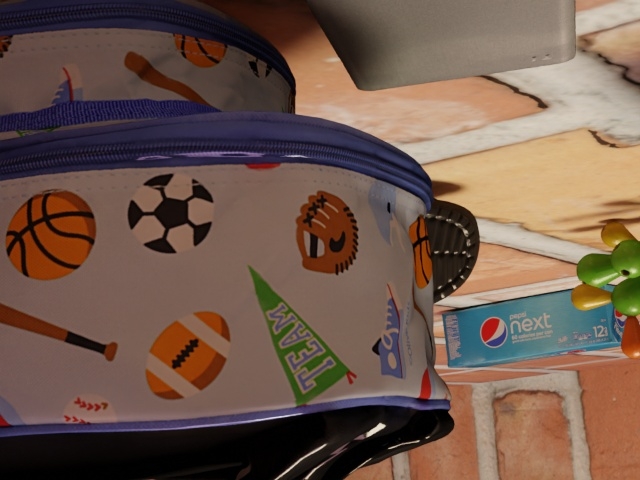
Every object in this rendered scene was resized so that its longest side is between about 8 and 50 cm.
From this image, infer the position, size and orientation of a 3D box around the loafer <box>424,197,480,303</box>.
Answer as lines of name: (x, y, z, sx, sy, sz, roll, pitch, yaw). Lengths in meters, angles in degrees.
loafer: (0.000, 0.000, 0.873, 0.220, 0.080, 0.078, -3, -158, -21)

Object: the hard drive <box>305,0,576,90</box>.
hard drive: (0.048, -0.090, 0.500, 0.094, 0.022, 0.135, -7, 169, 10)

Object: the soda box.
soda box: (0.248, 0.101, 1.524, 0.210, 0.067, 0.071, -12, 168, 35)

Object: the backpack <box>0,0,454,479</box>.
backpack: (-0.082, 0.021, 0.529, 0.263, 0.213, 0.276, 0, 178, 18)

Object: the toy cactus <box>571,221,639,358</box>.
toy cactus: (0.302, 0.012, 1.021, 0.180, 0.112, 0.219, -11, 165, -31)
